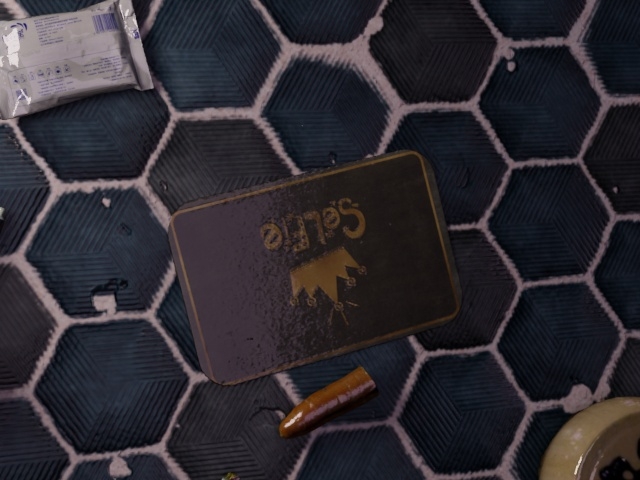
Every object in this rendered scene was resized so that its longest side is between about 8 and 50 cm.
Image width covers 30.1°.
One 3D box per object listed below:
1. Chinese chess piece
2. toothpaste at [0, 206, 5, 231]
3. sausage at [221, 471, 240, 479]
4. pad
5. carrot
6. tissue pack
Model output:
[{"bbox_3d":[0.422,0.341,1.614,0.257,0.104,0.257,1,87,-17],"label":"Chinese chess piece"},{"bbox_3d":[-0.400,-0.002,1.429,0.027,0.019,0.083,26,84,-31],"label":"toothpaste"},{"bbox_3d":[-0.141,0.463,1.432,0.082,0.082,0.371,17,69,-15],"label":"sausage"},{"bbox_3d":[0.000,-0.001,1.524,0.375,0.063,0.315,-16,92,-17],"label":"pad"},{"bbox_3d":[0.006,0.211,1.526,0.139,0.048,0.048,-27,95,-15],"label":"carrot"},{"bbox_3d":[-0.312,-0.226,1.459,0.193,0.026,0.122,-15,91,-17],"label":"tissue pack"}]
